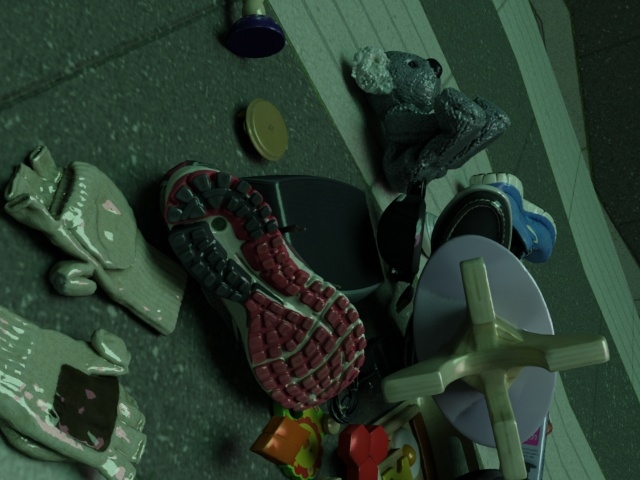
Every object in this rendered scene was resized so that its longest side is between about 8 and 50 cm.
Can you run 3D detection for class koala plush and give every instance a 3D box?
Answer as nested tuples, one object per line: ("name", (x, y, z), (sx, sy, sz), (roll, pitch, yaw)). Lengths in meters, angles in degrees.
("koala plush", (0.144, -0.210, 1.290), (0.221, 0.203, 0.196), (56, 25, 12))

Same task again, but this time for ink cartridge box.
("ink cartridge box", (0.269, 0.379, 1.120), (0.186, 0.065, 0.311), (57, 45, -64))

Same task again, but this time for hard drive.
("hard drive", (0.000, 0.000, 1.000), (0.255, 0.054, 0.171), (1, 75, -61))

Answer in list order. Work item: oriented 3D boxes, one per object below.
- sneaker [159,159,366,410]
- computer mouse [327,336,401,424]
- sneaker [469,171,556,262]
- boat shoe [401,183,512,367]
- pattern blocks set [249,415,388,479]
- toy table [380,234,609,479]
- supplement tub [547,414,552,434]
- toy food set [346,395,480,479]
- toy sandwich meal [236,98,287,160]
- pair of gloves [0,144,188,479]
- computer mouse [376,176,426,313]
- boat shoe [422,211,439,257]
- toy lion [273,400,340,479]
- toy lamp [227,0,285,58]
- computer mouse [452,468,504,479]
("sneaker", (-0.053, 0.043, 0.810), (0.299, 0.121, 0.112), (61, -9, -26))
("computer mouse", (0.048, 0.171, 0.994), (0.242, 0.041, 0.071), (-17, 87, -68))
("sneaker", (0.391, -0.013, 1.687), (0.330, 0.130, 0.147), (33, 62, -47))
("boat shoe", (0.188, 0.070, 1.110), (0.091, 0.114, 0.302), (-72, 173, -59))
("pattern blocks set", (-0.027, 0.310, 0.765), (0.325, 0.026, 0.285), (14, 74, -54))
("toy table", (0.199, 0.135, 0.976), (0.161, 0.252, 0.274), (-35, 101, -82))
("supplement tub", (0.337, 0.251, 1.434), (0.106, 0.106, 0.197), (0, 76, -62))
("toy food set", (0.141, 0.328, 1.046), (0.306, 0.092, 0.219), (-9, 84, -63))
("toy sandwich meal", (-0.069, -0.131, 0.974), (0.086, 0.029, 0.085), (28, 55, -50))
("pair of gloves", (-0.187, 0.052, 0.643), (0.204, 0.042, 0.240), (52, 34, -35))
("computer mouse", (0.106, 0.018, 1.113), (0.262, 0.060, 0.184), (-61, 158, -74))
("boat shoe", (0.238, -0.002, 1.412), (0.227, 0.081, 0.079), (29, 51, -54))
("toy lion", (-0.023, 0.204, 0.882), (0.096, 0.034, 0.100), (-47, 118, -50))
("toy lamp", (-0.090, -0.364, 1.006), (0.080, 0.080, 0.274), (25, 55, -55))
("computer mouse", (0.131, 0.351, 0.911), (0.272, 0.072, 0.188), (-29, 105, -43))
